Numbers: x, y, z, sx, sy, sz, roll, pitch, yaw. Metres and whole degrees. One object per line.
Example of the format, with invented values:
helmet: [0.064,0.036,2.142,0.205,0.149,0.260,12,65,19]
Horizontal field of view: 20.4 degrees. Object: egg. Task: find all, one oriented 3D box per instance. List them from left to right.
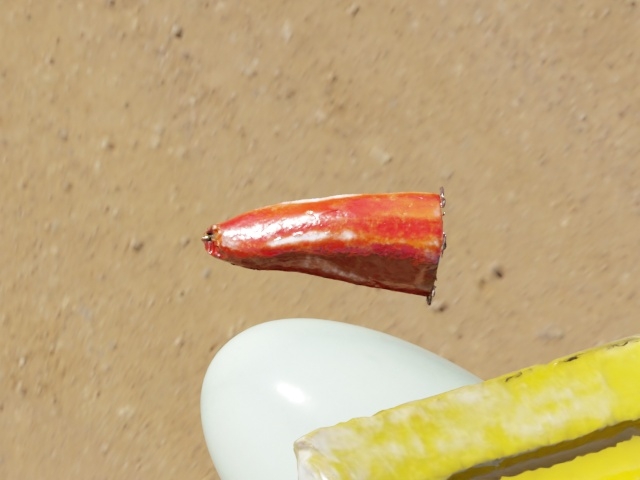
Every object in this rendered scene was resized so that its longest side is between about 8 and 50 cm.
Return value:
egg: [0.062,0.205,1.490,0.371,0.230,0.230,34,66,1]

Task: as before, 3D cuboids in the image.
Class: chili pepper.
chili pepper: [0.000,0.001,1.257,0.169,0.088,0.065,3,39,-5]

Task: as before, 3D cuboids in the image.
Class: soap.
soap: [0.137,0.192,0.885,0.281,0.143,0.259,-11,70,-28]
